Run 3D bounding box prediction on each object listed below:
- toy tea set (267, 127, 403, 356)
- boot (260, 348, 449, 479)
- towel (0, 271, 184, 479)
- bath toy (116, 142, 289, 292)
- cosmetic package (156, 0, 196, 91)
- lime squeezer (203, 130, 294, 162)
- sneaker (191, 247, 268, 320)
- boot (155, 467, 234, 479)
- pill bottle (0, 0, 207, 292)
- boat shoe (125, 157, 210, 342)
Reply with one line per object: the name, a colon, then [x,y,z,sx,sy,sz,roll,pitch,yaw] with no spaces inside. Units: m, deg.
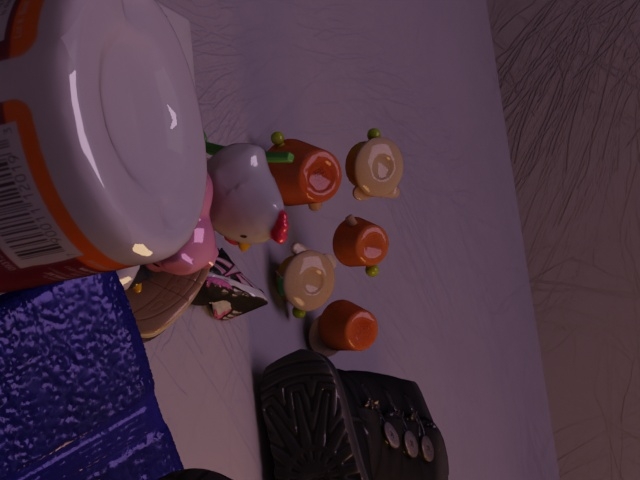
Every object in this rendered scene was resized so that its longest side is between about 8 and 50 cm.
toy tea set: [0.000,0.000,2.522,0.200,0.124,0.336,4,94,-35]
boot: [0.065,0.357,2.479,0.445,0.146,0.367,33,50,-68]
towel: [-0.256,0.185,1.694,0.227,0.076,0.308,-29,112,-35]
bath toy: [-0.166,-0.017,1.924,0.348,0.151,0.129,-13,52,-49]
cosmetic package: [-0.240,-0.180,1.918,0.183,0.151,0.151,22,59,-65]
lime squeezer: [-0.160,-0.150,2.122,0.310,0.110,0.059,44,-9,29]
sneaker: [-0.122,0.046,2.232,0.178,0.072,0.077,42,31,-67]
boot: [-0.155,0.351,1.716,0.118,0.338,0.222,44,12,19]
pill bottle: [-0.305,-0.059,1.339,0.224,0.392,0.224,-11,90,-69]
boat shoe: [-0.177,0.021,2.060,0.092,0.102,0.285,107,-1,-47]
